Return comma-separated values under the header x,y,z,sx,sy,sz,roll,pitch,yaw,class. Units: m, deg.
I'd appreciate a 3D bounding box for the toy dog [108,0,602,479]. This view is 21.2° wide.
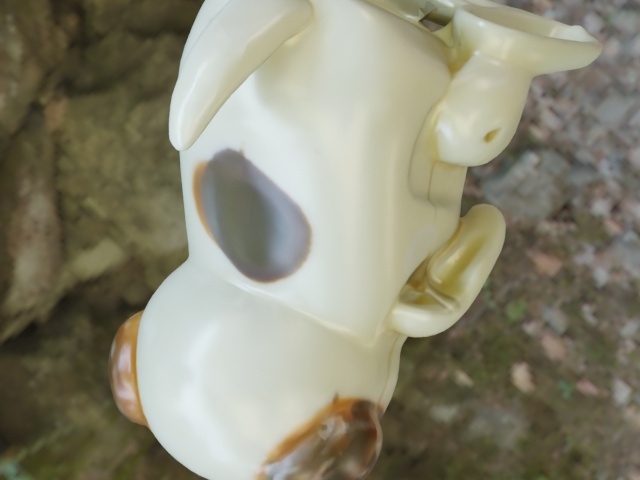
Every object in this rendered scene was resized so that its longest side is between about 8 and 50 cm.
x,y,z,sx,sy,sz,roll,pitch,yaw,class
0.000,0.000,1.298,0.284,0.408,0.395,21,-162,14,toy dog
